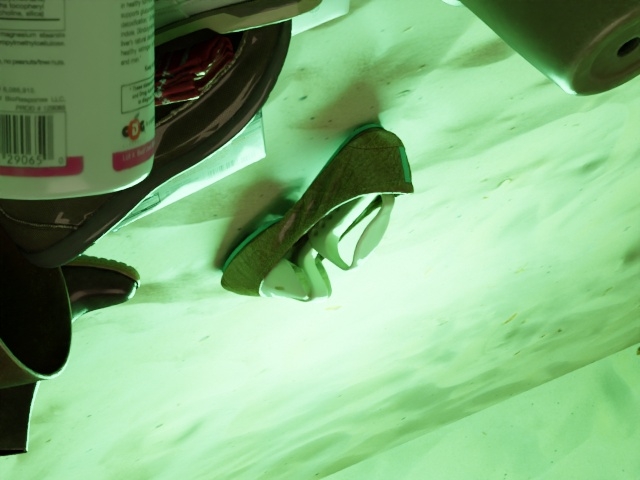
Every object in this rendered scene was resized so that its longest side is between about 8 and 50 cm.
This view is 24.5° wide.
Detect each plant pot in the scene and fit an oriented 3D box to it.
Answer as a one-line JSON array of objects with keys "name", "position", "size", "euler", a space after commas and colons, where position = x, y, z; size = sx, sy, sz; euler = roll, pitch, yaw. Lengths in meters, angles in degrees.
[{"name": "plant pot", "position": [-0.399, 0.070, 1.460], "size": [0.230, 0.215, 0.215], "euler": [-20, 160, 12]}, {"name": "plant pot", "position": [0.246, -0.275, 1.448], "size": [0.263, 0.229, 0.263], "euler": [-26, 156, -12]}]

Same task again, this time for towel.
[{"name": "towel", "position": [-0.214, -0.125, 1.239], "size": [0.275, 0.031, 0.199], "euler": [-10, -166, 7]}]

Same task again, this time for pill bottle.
[{"name": "pill bottle", "position": [-0.196, -0.183, 1.033], "size": [0.160, 0.160, 0.283], "euler": [-11, 111, -38]}]

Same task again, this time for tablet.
[{"name": "tablet", "position": [-0.007, -0.234, 1.515], "size": [0.083, 0.006, 0.054], "euler": [-25, 157, -12]}]

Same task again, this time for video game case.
[{"name": "video game case", "position": [-0.153, -0.104, 1.564], "size": [0.201, 0.023, 0.183], "euler": [-26, 152, -13]}]

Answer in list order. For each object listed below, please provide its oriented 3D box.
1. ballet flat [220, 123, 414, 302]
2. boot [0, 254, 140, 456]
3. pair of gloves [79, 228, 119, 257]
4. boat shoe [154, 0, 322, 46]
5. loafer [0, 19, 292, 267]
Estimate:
[{"name": "ballet flat", "position": [0.000, 0.000, 1.863], "size": [0.342, 0.124, 0.116], "euler": [-43, 154, 30]}, {"name": "boot", "position": [-0.310, 0.129, 1.568], "size": [0.248, 0.207, 0.090], "euler": [-8, 154, 3]}, {"name": "pair of gloves", "position": [-0.284, -0.010, 1.633], "size": [0.198, 0.023, 0.159], "euler": [-38, 155, 16]}, {"name": "boat shoe", "position": [-0.152, -0.221, 1.248], "size": [0.302, 0.113, 0.103], "euler": [-16, 120, -10]}, {"name": "loafer", "position": [-0.179, -0.121, 1.376], "size": [0.366, 0.134, 0.130], "euler": [-43, 132, 10]}]
